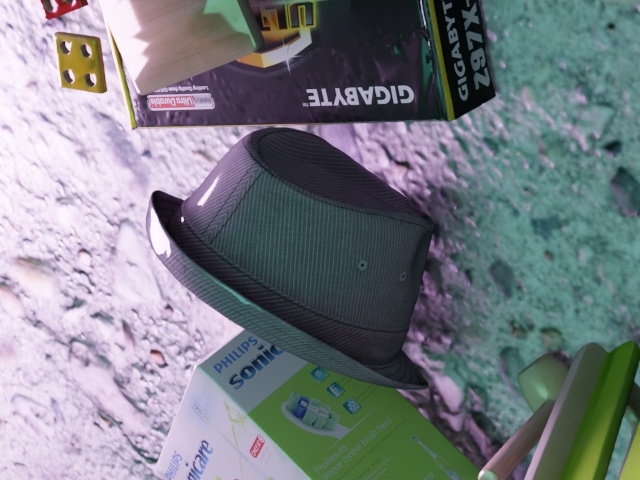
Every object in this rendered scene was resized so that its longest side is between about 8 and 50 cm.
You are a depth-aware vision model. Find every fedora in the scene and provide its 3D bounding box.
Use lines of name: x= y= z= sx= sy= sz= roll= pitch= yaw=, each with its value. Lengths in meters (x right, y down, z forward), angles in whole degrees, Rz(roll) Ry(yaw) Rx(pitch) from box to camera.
fedora: x=0.000 y=0.000 z=1.297 sx=0.124 sy=0.275 sz=0.244 roll=-57 pitch=45 yaw=12

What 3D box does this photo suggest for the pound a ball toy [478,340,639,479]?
pound a ball toy: x=0.217 y=0.156 z=1.159 sx=0.136 sy=0.319 sz=0.208 roll=47 pitch=120 yaw=-5

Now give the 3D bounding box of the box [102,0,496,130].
box: x=-0.037 y=-0.218 z=1.302 sx=0.322 sy=0.079 sz=0.257 roll=2 pitch=110 yaw=37

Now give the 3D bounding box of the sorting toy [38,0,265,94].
sorting toy: x=-0.113 y=-0.191 z=1.290 sx=0.275 sy=0.046 sz=0.132 roll=-16 pitch=101 yaw=41

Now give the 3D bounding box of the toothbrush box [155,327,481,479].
toothbrush box: x=0.013 y=0.214 z=1.411 sx=0.283 sy=0.122 sz=0.206 roll=45 pitch=147 yaw=13
